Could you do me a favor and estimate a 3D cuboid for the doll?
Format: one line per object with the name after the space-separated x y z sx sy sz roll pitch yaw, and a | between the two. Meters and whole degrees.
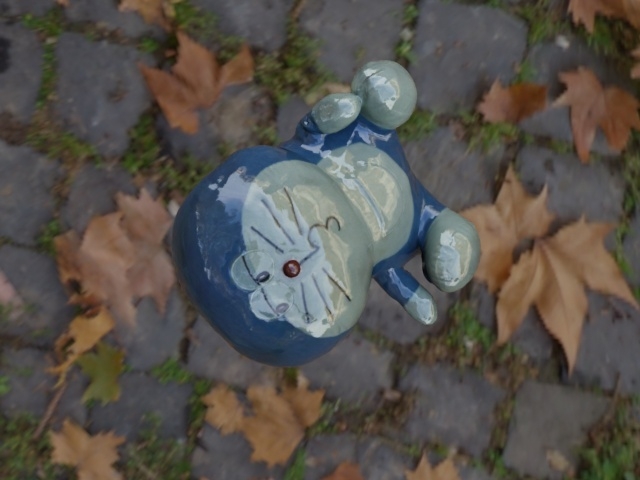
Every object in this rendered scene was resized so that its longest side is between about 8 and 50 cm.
0.000 0.000 0.393 0.083 0.050 0.076 -34 102 -25 | doll
